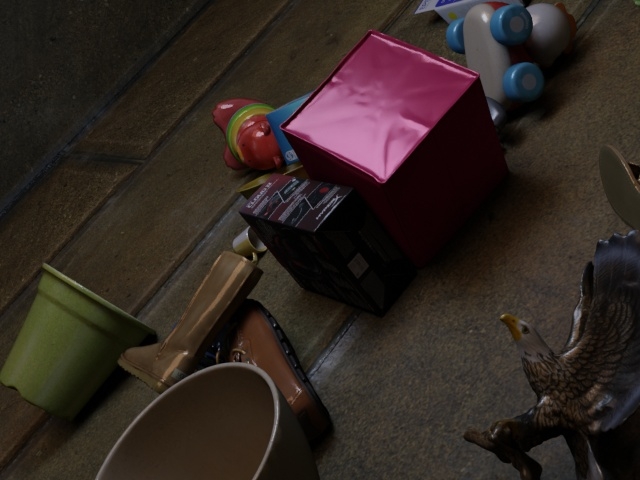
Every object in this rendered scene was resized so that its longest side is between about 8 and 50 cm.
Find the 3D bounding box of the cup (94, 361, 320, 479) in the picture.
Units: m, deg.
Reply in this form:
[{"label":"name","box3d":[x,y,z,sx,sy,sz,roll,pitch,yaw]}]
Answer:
[{"label":"cup","box3d":[-0.125,0.370,1.327,0.331,0.237,0.331,-28,32,20]}]

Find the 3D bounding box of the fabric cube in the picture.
[{"label":"fabric cube","box3d":[0.133,-0.158,1.660,0.254,0.258,0.259,33,75,36]}]

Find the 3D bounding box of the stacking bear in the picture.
[{"label":"stacking bear","box3d":[-0.143,-0.234,2.210,0.164,0.175,0.289,-16,17,-8]}]

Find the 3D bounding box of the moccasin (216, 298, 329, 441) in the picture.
[{"label":"moccasin","box3d":[-0.107,0.225,1.628,0.147,0.139,0.380,-31,39,-2]}]

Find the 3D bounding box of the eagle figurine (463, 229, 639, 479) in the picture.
[{"label":"eagle figurine","box3d":[0.310,0.150,1.145,0.298,0.225,0.226,-41,34,-9]}]

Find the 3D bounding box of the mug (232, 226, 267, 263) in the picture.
[{"label":"mug","box3d":[-0.157,0.011,2.040,0.064,0.062,0.078,-27,24,36]}]

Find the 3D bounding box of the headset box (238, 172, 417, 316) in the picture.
[{"label":"headset box","box3d":[0.000,0.000,1.711,0.110,0.218,0.293,-48,30,-17]}]

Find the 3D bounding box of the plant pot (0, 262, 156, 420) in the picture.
[{"label":"plant pot","box3d":[-0.529,0.226,2.002,0.276,0.276,0.254,18,74,57]}]

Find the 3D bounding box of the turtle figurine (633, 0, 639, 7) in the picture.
[{"label":"turtle figurine","box3d":[0.648,-0.554,1.715,0.266,0.198,0.275,-41,-18,35]}]

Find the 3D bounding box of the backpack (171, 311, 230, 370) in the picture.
[{"label":"backpack","box3d":[-0.229,0.191,1.817,0.084,0.114,0.105,-45,24,34]}]

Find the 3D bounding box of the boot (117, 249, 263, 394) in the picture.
[{"label":"boot","box3d":[-0.230,0.143,1.702,0.236,0.089,0.269,15,71,55]}]

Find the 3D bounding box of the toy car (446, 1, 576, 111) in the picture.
[{"label":"toy car","box3d":[0.405,-0.370,1.843,0.238,0.210,0.219,-17,10,-16]}]

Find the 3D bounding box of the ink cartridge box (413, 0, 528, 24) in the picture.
[{"label":"ink cartridge box","box3d":[0.413,-0.641,2.277,0.307,0.072,0.303,-2,48,51]}]

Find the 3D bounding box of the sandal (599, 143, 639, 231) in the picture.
[{"label":"sandal","box3d":[0.489,-0.059,1.405,0.079,0.088,0.240,-7,39,-5]}]

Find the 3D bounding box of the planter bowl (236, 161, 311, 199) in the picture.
[{"label":"planter bowl","box3d":[-0.063,-0.109,2.032,0.217,0.090,0.217,-23,9,4]}]

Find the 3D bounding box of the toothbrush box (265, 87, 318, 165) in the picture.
[{"label":"toothbrush box","box3d":[0.067,-0.288,2.057,0.295,0.126,0.216,-16,13,35]}]

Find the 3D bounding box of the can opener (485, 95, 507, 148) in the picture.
[{"label":"can opener","box3d":[0.282,-0.249,1.863,0.095,0.076,0.283,-57,28,10]}]
